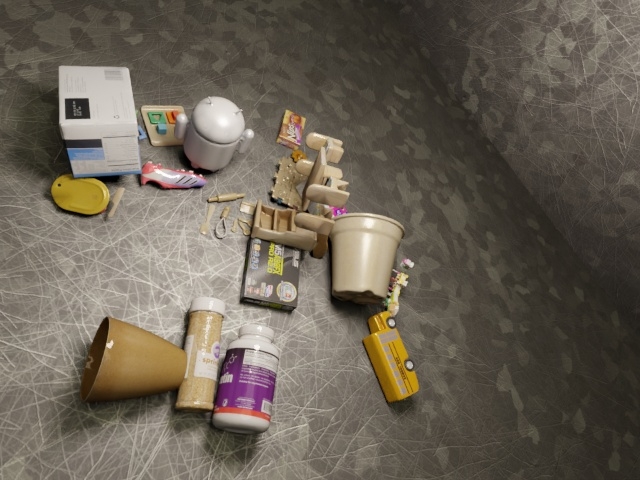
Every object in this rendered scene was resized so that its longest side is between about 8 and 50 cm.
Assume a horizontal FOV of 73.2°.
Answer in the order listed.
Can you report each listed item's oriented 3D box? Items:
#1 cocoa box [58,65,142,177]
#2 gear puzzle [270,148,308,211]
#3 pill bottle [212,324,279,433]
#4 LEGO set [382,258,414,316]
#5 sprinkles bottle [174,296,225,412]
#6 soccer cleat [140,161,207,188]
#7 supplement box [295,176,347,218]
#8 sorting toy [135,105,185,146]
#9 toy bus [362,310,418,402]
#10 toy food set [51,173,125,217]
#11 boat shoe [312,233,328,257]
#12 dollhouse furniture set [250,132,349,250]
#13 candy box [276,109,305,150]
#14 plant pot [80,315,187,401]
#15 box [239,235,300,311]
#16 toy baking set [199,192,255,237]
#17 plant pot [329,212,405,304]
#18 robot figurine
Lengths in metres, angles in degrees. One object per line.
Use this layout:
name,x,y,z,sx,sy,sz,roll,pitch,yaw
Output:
cocoa box,-0.771,-0.419,1.515,0.231,0.228,0.347,-8,52,-23
gear puzzle,-0.132,-0.289,1.972,0.175,0.044,0.339,26,55,-23
pill bottle,-0.236,0.451,1.415,0.181,0.181,0.323,18,56,-19
LEGO set,0.308,0.206,1.894,0.107,0.132,0.287,29,59,-1
sprinkles bottle,-0.391,0.370,1.414,0.121,0.121,0.356,13,59,-22
soccer cleat,-0.574,-0.237,1.690,0.247,0.083,0.095,12,88,-29
supplement box,0.005,-0.179,1.917,0.111,0.114,0.220,-27,87,-43
sorting toy,-0.635,-0.490,1.805,0.347,0.047,0.196,-11,70,-33
toy bus,0.273,0.462,1.736,0.130,0.108,0.333,-12,70,-31
toy food set,-0.815,-0.152,1.513,0.217,0.071,0.128,15,81,-19
boat shoe,0.000,0.000,1.816,0.062,0.170,0.059,3,41,-12
dollhouse furniture set,-0.089,-0.175,1.657,0.256,0.394,0.362,14,41,-15
candy box,-0.143,-0.537,2.099,0.109,0.053,0.187,21,54,-17
plant pot,-0.542,0.368,1.287,0.254,0.237,0.237,20,55,-33
box,-0.192,0.127,1.696,0.216,0.060,0.270,15,57,-20
toy baking set,-0.372,-0.105,1.745,0.256,0.030,0.197,-8,68,-32
plant pot,0.173,0.093,1.783,0.333,0.334,0.306,16,69,-21
robot figurine,-0.419,-0.416,1.688,0.299,0.353,0.200,5,62,-27
